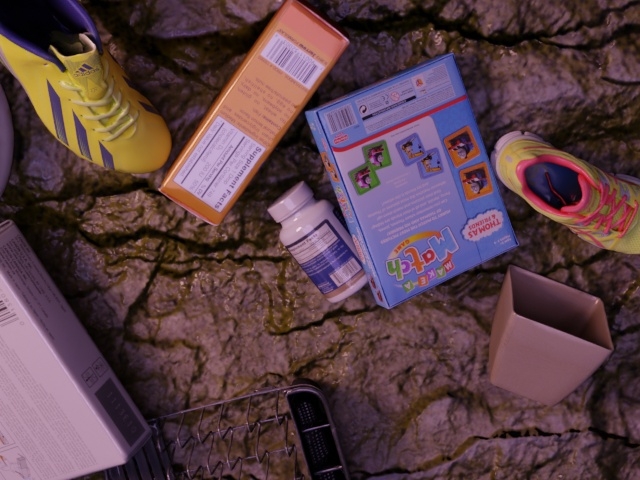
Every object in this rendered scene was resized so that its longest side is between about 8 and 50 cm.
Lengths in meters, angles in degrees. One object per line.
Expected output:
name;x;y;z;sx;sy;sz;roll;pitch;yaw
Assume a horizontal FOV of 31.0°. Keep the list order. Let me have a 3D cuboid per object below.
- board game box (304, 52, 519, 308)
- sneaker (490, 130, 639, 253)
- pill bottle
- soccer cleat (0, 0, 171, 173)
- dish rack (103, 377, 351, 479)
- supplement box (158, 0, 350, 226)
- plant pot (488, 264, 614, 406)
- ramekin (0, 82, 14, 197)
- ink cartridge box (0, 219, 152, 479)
board game box;0.094;-0.060;1.162;0.160;0.039;0.212;-24;102;-17
sneaker;0.269;-0.037;1.162;0.208;0.094;0.081;23;102;-5
pill bottle;0.000;0.000;1.193;0.067;0.067;0.120;-36;100;10
soccer cleat;-0.229;-0.155;1.090;0.093;0.121;0.289;-54;131;-17
dish rack;-0.100;0.269;1.261;0.271;0.074;0.208;-14;102;6
supplement box;-0.067;-0.131;1.159;0.080;0.078;0.233;36;103;-10
plant pot;0.227;0.106;1.197;0.109;0.109;0.096;21;116;-3
ramekin;-0.461;-0.097;1.150;0.277;0.135;0.277;1;104;2
ink cartridge box;-0.343;0.139;1.236;0.239;0.060;0.275;-21;106;35
